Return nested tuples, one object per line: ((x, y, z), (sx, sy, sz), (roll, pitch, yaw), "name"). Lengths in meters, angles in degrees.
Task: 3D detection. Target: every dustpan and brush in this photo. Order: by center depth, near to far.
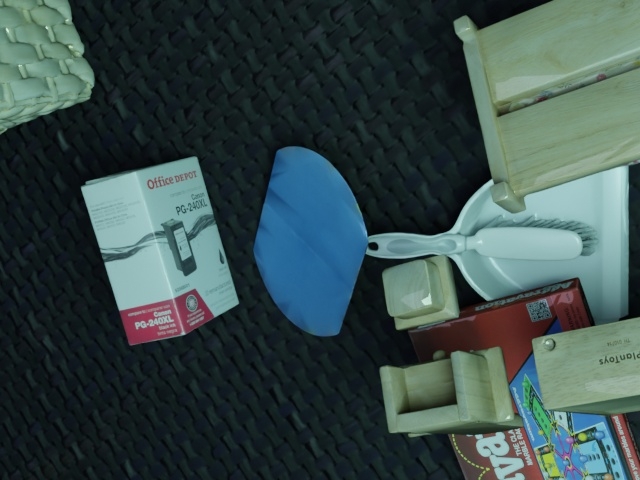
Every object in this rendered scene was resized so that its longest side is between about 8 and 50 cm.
((0.140, 0.001, 0.796), (0.211, 0.060, 0.147), (1, 102, 22), "dustpan and brush")

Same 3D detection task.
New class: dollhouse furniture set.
((0.185, -0.056, 0.702), (0.303, 0.174, 0.355), (-16, 72, 26), "dollhouse furniture set")

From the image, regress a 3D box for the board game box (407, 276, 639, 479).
((0.188, 0.179, 0.809), (0.145, 0.027, 0.281), (-17, 103, 23), "board game box")

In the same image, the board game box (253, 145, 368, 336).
((0.000, 0.000, 0.853), (0.133, 0.033, 0.169), (44, 134, 35), "board game box")

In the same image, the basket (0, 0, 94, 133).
((-0.421, -0.221, 0.829), (0.266, 0.331, 0.328), (-14, 96, 22), "basket")

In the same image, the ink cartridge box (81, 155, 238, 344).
((-0.143, 0.005, 0.884), (0.063, 0.109, 0.150), (-13, 97, 25), "ink cartridge box")
